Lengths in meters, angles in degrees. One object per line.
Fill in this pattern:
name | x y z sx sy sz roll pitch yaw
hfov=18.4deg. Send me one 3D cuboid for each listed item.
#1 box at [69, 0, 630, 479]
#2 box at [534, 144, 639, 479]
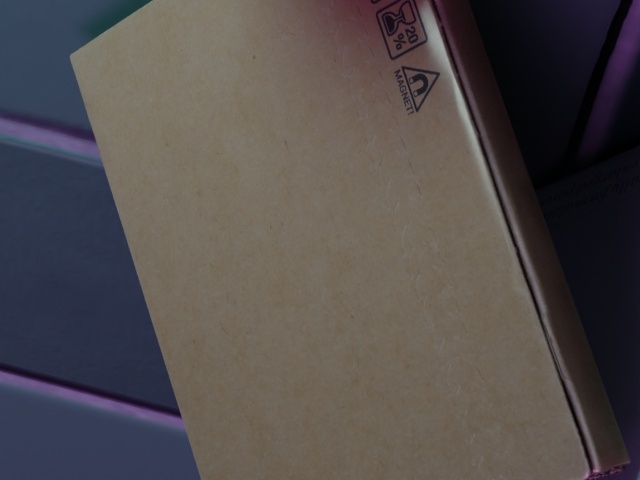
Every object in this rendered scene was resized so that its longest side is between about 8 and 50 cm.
box | 0.000 0.000 0.645 0.164 0.201 0.021 -25 169 42
box | 0.101 0.079 0.688 0.119 0.182 0.181 38 138 -28
